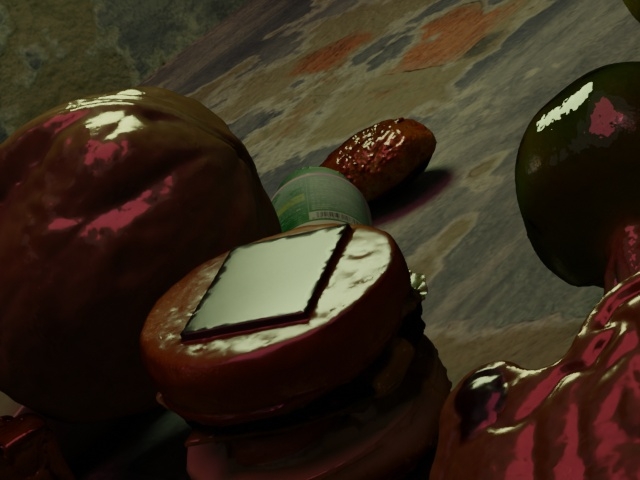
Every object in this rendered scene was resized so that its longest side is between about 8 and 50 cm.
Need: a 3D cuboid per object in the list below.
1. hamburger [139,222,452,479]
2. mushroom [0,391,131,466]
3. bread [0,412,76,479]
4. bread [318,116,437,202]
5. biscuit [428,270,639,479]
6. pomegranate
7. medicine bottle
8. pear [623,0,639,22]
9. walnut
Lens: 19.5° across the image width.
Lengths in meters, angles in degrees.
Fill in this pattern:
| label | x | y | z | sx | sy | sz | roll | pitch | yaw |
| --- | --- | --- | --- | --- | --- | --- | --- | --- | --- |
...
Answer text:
| label | x | y | z | sx | sy | sz | roll | pitch | yaw |
| --- | --- | --- | --- | --- | --- | --- | --- | --- | --- |
| hamburger | -0.017 | 0.128 | 1.727 | 0.291 | 0.225 | 0.291 | -21 | 23 | 10 |
| mushroom | -0.270 | 0.160 | 2.195 | 0.407 | 0.137 | 0.154 | -38 | 8 | -28 |
| bread | -0.331 | 0.275 | 1.961 | 0.149 | 0.158 | 0.143 | -38 | 15 | -17 |
| bread | 0.039 | -0.086 | 2.417 | 0.269 | 0.095 | 0.139 | -18 | 15 | 46 |
| biscuit | 0.269 | 0.151 | 1.267 | 0.455 | 0.078 | 0.349 | -33 | 46 | 15 |
| pomegranate | 0.288 | -0.025 | 1.686 | 0.236 | 0.236 | 0.301 | -22 | 32 | 26 |
| medicine bottle | 0.000 | 0.000 | 2.186 | 0.133 | 0.133 | 0.274 | -29 | 18 | 8 |
| pear | 0.466 | -0.355 | 2.150 | 0.294 | 0.294 | 0.294 | -28 | 18 | 10 |
| walnut | -0.215 | 0.016 | 1.991 | 0.381 | 0.381 | 0.381 | -28 | 18 | 10 |
